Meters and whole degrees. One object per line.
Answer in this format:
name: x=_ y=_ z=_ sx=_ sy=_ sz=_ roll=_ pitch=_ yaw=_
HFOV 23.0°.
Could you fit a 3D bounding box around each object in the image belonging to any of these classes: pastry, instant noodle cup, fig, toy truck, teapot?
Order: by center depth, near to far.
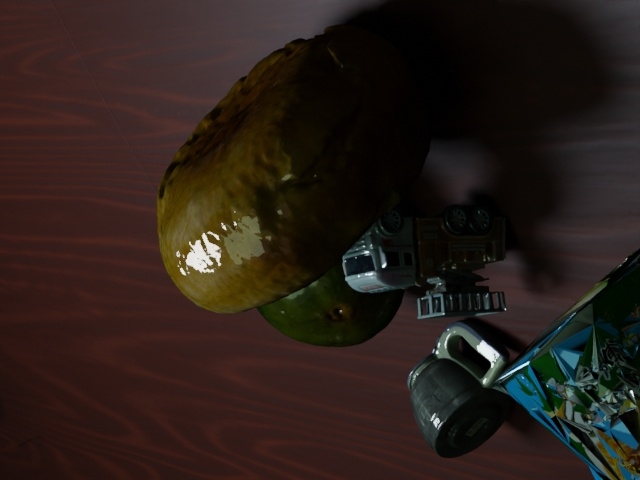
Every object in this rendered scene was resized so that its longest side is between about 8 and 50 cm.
instant noodle cup: x=0.300 y=0.125 z=1.469 sx=0.178 sy=0.240 sz=0.240 roll=49 pitch=148 yaw=7
pastry: x=-0.038 y=-0.077 z=1.620 sx=0.164 sy=0.356 sz=0.356 roll=46 pitch=152 yaw=-22
toy truck: x=0.106 y=0.023 z=1.649 sx=0.080 sy=0.178 sz=0.115 roll=-14 pitch=78 yaw=57
teapot: x=0.151 y=0.171 z=1.819 sx=0.108 sy=0.111 sz=0.149 roll=49 pitch=156 yaw=35
fig: x=0.000 y=0.000 z=1.820 sx=0.195 sy=0.195 sz=0.245 roll=109 pitch=151 yaw=-53
